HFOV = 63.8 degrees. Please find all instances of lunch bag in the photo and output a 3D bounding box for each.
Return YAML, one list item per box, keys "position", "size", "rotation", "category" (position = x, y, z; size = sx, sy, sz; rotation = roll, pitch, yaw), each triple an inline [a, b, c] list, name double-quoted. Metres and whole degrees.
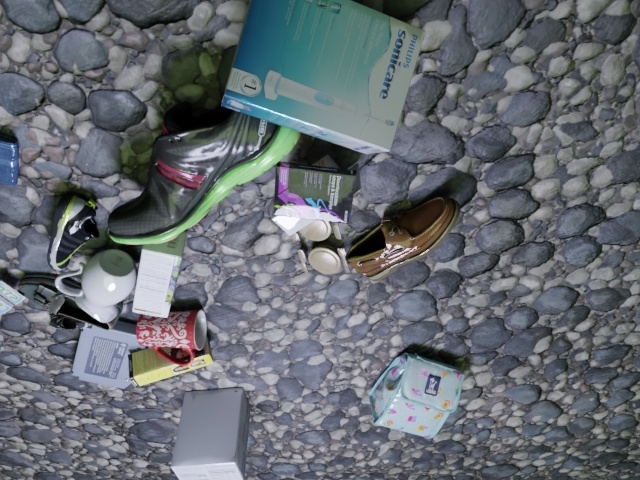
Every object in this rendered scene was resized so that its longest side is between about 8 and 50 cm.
- position: [0.311, 0.483, 1.643]
  size: [0.223, 0.160, 0.262]
  rotation: [20, 117, -14]
  category: "lunch bag"

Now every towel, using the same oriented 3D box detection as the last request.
- position: [-0.684, -0.174, 1.105]
  size: [0.067, 0.029, 0.119]
  rotation: [16, 129, -15]
  category: "towel"

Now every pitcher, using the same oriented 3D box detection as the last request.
- position: [-0.568, 0.102, 1.298]
  size: [0.178, 0.125, 0.207]
  rotation: [28, 131, -18]
  category: "pitcher"

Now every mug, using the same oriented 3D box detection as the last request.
- position: [-0.419, 0.266, 1.436]
  size: [0.169, 0.150, 0.113]
  rotation: [0, 158, 4]
  category: "mug"

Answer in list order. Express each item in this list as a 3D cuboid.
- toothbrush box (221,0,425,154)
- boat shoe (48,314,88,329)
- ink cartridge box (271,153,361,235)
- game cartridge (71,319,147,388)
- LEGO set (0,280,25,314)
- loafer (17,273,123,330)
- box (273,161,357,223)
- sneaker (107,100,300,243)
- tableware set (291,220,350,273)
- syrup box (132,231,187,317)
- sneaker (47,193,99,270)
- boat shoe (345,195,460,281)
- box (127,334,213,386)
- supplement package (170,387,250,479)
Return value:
- position: [0.001, -0.296, 0.889]
  size: [0.295, 0.126, 0.216]
  rotation: [15, 93, -14]
  category: "toothbrush box"
- position: [-0.709, 0.226, 1.430]
  size: [0.142, 0.040, 0.049]
  rotation: [-4, 92, 24]
  category: "boat shoe"
- position: [-0.010, -0.110, 1.125]
  size: [0.198, 0.115, 0.067]
  rotation: [-31, 124, 22]
  category: "ink cartridge box"
- position: [-0.631, 0.341, 1.554]
  size: [0.198, 0.062, 0.297]
  rotation: [16, 130, -21]
  category: "game cartridge"
- position: [-0.918, 0.117, 1.322]
  size: [0.182, 0.060, 0.244]
  rotation: [-26, 120, 30]
  category: "LEGO set"
- position: [-0.671, 0.167, 1.374]
  size: [0.267, 0.084, 0.096]
  rotation: [20, 128, -18]
  category: "loafer"
- position: [-0.013, -0.096, 1.043]
  size: [0.162, 0.029, 0.116]
  rotation: [6, 124, 0]
  category: "box"
- position: [-0.265, -0.165, 1.050]
  size: [0.483, 0.185, 0.202]
  rotation: [-35, 116, 15]
  category: "sneaker"
- position: [0.000, 0.000, 1.275]
  size: [0.128, 0.039, 0.194]
  rotation: [-1, 128, 20]
  category: "tableware set"
- position: [-0.408, 0.082, 1.300]
  size: [0.096, 0.093, 0.237]
  rotation: [13, 130, -13]
  category: "syrup box"
- position: [-0.582, -0.006, 1.222]
  size: [0.097, 0.084, 0.234]
  rotation: [17, 129, -17]
  category: "sneaker"
- position: [0.188, -0.008, 1.225]
  size: [0.104, 0.110, 0.307]
  rotation: [30, 124, -27]
  category: "boat shoe"
- position: [-0.438, 0.347, 1.504]
  size: [0.232, 0.087, 0.058]
  rotation: [-17, 138, -9]
  category: "box"
- position: [-0.352, 0.642, 1.690]
  size: [0.204, 0.262, 0.145]
  rotation: [-5, 132, 3]
  category: "supplement package"
